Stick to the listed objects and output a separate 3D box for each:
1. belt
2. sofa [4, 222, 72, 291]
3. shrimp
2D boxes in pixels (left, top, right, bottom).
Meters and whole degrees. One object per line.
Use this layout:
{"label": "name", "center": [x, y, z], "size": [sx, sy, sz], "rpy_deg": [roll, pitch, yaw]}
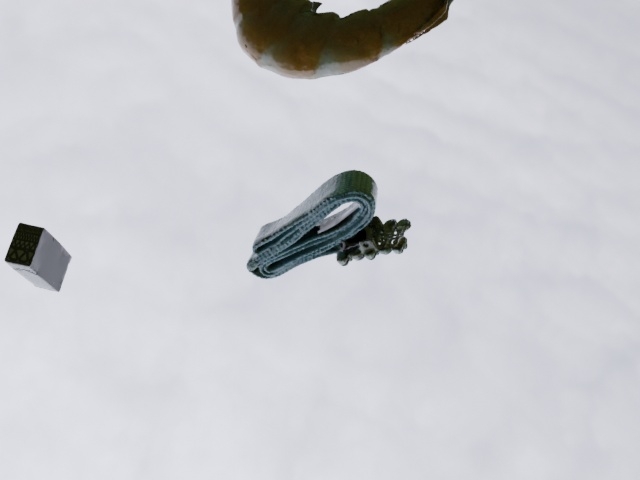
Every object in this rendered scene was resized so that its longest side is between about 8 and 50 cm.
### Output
{"label": "belt", "center": [0.001, -0.003, 0.866], "size": [0.100, 0.179, 0.065], "rpy_deg": [48, -148, -23]}
{"label": "sofa", "center": [-0.385, 0.024, 1.063], "size": [0.039, 0.118, 0.060], "rpy_deg": [14, -109, 6]}
{"label": "shrimp", "center": [0.012, -0.191, 0.582], "size": [0.166, 0.049, 0.161], "rpy_deg": [-12, -123, 13]}
